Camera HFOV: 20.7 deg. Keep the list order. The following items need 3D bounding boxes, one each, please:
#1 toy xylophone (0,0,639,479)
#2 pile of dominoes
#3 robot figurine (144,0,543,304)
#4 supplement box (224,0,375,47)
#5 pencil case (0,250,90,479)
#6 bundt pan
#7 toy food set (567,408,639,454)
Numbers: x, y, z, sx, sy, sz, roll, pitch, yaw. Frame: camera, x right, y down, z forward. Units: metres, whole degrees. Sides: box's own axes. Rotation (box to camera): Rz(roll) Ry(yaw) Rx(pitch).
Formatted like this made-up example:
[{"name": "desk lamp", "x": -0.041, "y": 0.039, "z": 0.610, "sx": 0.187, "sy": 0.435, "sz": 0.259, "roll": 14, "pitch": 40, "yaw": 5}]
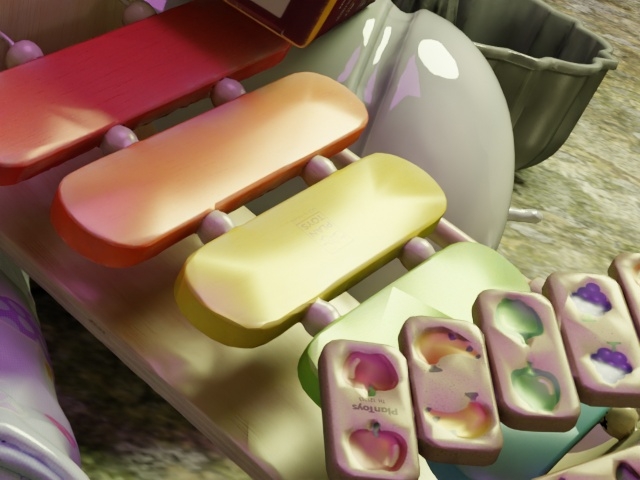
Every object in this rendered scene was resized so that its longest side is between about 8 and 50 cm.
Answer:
[{"name": "toy xylophone", "x": 0.000, "y": 0.000, "z": 0.694, "sx": 0.322, "sy": 0.081, "sz": 0.236, "roll": 36, "pitch": 35, "yaw": 7}, {"name": "pile of dominoes", "x": 0.129, "y": 0.070, "z": 0.566, "sx": 0.251, "sy": 0.040, "sz": 0.196, "roll": -14, "pitch": 52, "yaw": -30}, {"name": "robot figurine", "x": -0.050, "y": -0.053, "z": 0.922, "sx": 0.353, "sy": 0.200, "sz": 0.300, "roll": 20, "pitch": 33, "yaw": 1}, {"name": "supplement box", "x": -0.014, "y": -0.154, "z": 0.773, "sx": 0.104, "sy": 0.081, "sz": 0.188, "roll": 32, "pitch": 17, "yaw": 3}, {"name": "pencil case", "x": -0.150, "y": 0.058, "z": 0.657, "sx": 0.124, "sy": 0.113, "sz": 0.273, "roll": 21, "pitch": 17, "yaw": -26}, {"name": "bundt pan", "x": 0.066, "y": -0.151, "z": 1.428, "sx": 0.330, "sy": 0.124, "sz": 0.331, "roll": 18, "pitch": 18, "yaw": -6}, {"name": "toy food set", "x": 0.204, "y": 0.105, "z": 0.834, "sx": 0.219, "sy": 0.092, "sz": 0.306, "roll": 13, "pitch": 15, "yaw": 25}]
